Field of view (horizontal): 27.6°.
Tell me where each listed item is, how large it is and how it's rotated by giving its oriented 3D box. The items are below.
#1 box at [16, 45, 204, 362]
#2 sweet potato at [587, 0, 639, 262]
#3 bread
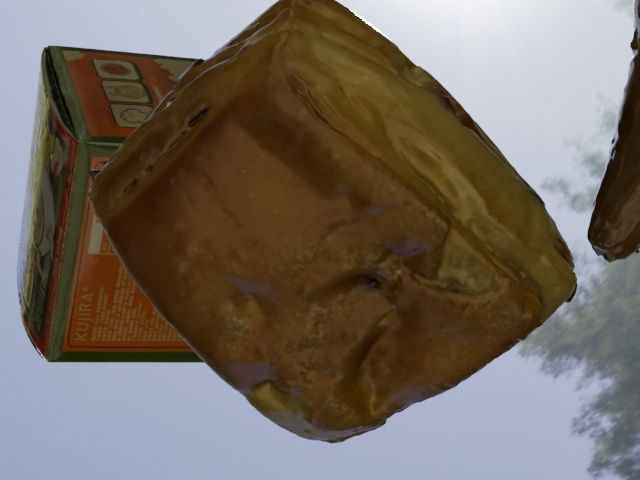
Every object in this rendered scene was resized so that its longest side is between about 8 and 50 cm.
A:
[{"bbox_3d":[-0.157,-0.029,1.039,0.148,0.194,0.177,1,-149,-22],"label":"box"},{"bbox_3d":[0.207,-0.143,0.594,0.131,0.131,0.336,35,-87,8],"label":"sweet potato"},{"bbox_3d":[0.000,0.000,0.721,0.235,0.210,0.099,46,-151,-16],"label":"bread"}]
